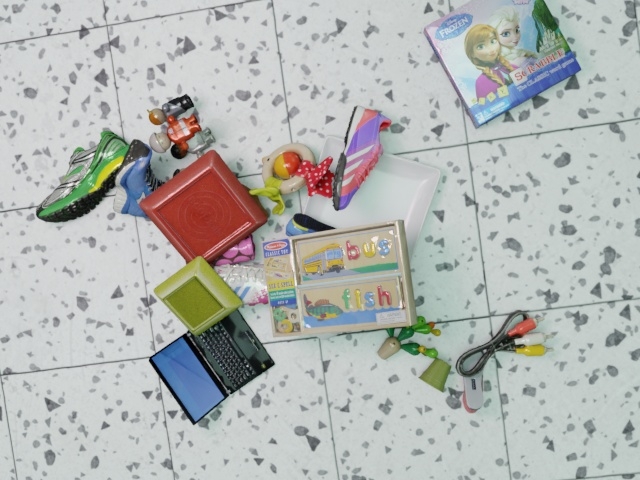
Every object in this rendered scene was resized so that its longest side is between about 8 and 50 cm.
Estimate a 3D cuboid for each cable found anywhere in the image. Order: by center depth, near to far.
[{"bbox_3d":[0.509,0.287,1.860,0.287,0.072,0.139,-17,90,-11],"label":"cable"}]

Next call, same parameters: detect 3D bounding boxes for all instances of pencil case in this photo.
[{"bbox_3d":[-0.293,0.025,1.934,0.209,0.098,0.095,-7,117,3],"label":"pencil case"}]

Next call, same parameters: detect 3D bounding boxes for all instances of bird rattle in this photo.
[{"bbox_3d":[-0.083,-0.193,1.867,0.253,0.143,0.207,-28,55,21],"label":"bird rattle"}]

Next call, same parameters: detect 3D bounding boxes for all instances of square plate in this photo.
[{"bbox_3d":[0.130,-0.089,1.910,0.344,0.049,0.347,18,94,3],"label":"square plate"}]

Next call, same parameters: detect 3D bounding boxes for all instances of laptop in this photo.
[{"bbox_3d":[-0.311,0.350,1.927,0.264,0.136,0.234,-35,90,6],"label":"laptop"}]

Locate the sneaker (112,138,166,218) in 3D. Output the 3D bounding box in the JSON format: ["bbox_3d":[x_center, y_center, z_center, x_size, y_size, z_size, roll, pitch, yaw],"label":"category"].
[{"bbox_3d":[-0.488,-0.163,1.857,0.147,0.330,0.130,19,62,-9],"label":"sneaker"}]

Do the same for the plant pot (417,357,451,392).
[{"bbox_3d":[0.335,0.382,1.906,0.083,0.083,0.079,32,83,3],"label":"plant pot"}]

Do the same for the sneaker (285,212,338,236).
[{"bbox_3d":[0.000,0.000,1.877,0.209,0.069,0.082,26,129,-5],"label":"sneaker"}]

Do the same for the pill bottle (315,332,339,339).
[{"bbox_3d":[0.097,0.155,1.844,0.283,0.161,0.161,-32,90,24],"label":"pill bottle"}]

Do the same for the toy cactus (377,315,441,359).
[{"bbox_3d":[0.233,0.268,1.907,0.219,0.112,0.180,42,114,-1],"label":"toy cactus"}]

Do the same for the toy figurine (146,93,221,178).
[{"bbox_3d":[-0.386,-0.279,1.858,0.148,0.213,0.209,-28,46,2],"label":"toy figurine"}]

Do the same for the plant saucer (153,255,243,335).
[{"bbox_3d":[-0.346,0.167,1.851,0.188,0.045,0.188,-35,105,18],"label":"plant saucer"}]

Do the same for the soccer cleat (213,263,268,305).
[{"bbox_3d":[-0.225,0.118,1.896,0.331,0.116,0.143,-19,128,6],"label":"soccer cleat"}]

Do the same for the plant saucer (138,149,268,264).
[{"bbox_3d":[-0.316,-0.072,1.816,0.259,0.048,0.258,-36,111,2],"label":"plant saucer"}]

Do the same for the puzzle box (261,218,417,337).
[{"bbox_3d":[0.042,0.105,1.751,0.409,0.052,0.272,-10,85,26],"label":"puzzle box"}]

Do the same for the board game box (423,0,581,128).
[{"bbox_3d":[0.500,-0.528,1.846,0.319,0.066,0.318,-29,90,6],"label":"board game box"}]

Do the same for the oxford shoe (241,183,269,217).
[{"bbox_3d":[-0.230,-0.134,1.940,0.076,0.076,0.212,-36,87,-24],"label":"oxford shoe"}]

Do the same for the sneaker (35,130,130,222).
[{"bbox_3d":[-0.696,-0.180,1.951,0.343,0.134,0.146,-41,82,-3],"label":"sneaker"}]

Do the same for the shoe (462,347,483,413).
[{"bbox_3d":[0.433,0.403,1.903,0.063,0.081,0.178,3,63,3],"label":"shoe"}]

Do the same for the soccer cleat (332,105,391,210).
[{"bbox_3d":[0.109,-0.220,1.810,0.116,0.108,0.318,15,68,0],"label":"soccer cleat"}]
